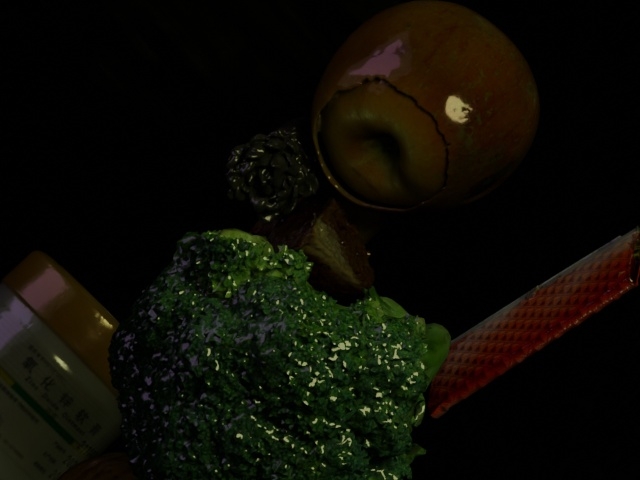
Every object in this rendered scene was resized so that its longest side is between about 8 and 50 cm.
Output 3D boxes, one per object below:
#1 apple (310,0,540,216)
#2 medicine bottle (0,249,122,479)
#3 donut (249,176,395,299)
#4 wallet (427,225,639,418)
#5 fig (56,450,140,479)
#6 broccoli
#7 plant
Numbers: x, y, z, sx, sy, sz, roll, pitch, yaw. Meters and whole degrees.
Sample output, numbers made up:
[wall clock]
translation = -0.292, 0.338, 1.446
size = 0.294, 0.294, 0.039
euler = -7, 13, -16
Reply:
[apple]
translation = 0.104, -0.128, 1.526
size = 0.207, 0.237, 0.237
euler = -46, 13, -23
[medicine bottle]
translation = -0.341, 0.171, 1.768
size = 0.232, 0.238, 0.238
euler = -45, 13, -12
[donut]
translation = 0.000, 0.000, 1.635
size = 0.151, 0.112, 0.295
euler = -38, 11, 26
[wallet]
translation = 0.164, 0.062, 1.129
size = 0.196, 0.020, 0.103
euler = -35, 13, 26
[fig]
translation = -0.124, 0.206, 1.229
size = 0.151, 0.151, 0.259
euler = -26, 16, 50
[broccoli]
translation = -0.026, 0.111, 1.069
size = 0.294, 0.265, 0.245
euler = -19, -1, 40
[plant]
translation = -0.041, -0.078, 1.579
size = 0.092, 0.094, 0.143
euler = -16, 13, 31
